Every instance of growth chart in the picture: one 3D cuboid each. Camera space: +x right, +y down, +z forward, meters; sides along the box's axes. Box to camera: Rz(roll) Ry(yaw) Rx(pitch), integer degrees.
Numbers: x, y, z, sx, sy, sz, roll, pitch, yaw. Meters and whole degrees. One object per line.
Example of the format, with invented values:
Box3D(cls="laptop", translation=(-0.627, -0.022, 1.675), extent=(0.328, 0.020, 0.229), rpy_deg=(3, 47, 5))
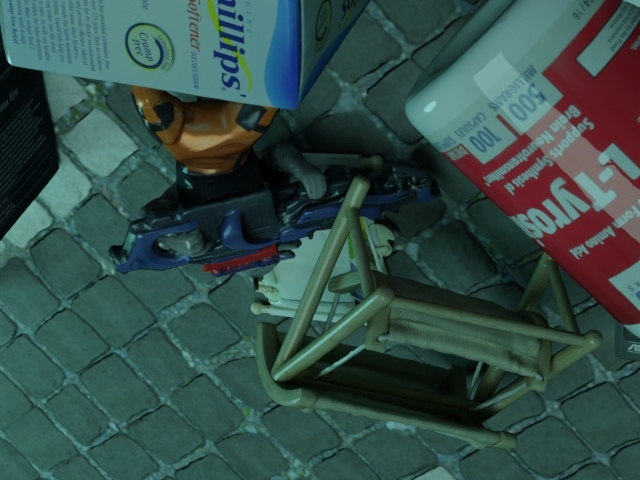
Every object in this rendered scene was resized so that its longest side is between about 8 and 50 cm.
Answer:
Box3D(cls="growth chart", translation=(0.000, 0.000, 1.913), extent=(0.171, 0.021, 0.237), rpy_deg=(10, 126, 15))

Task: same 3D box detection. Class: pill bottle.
Box3D(cls="pill bottle", translation=(0.291, -0.059, 1.571), extent=(0.407, 0.229, 0.229), rpy_deg=(43, 128, -7))

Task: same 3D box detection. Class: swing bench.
Box3D(cls="swing bench", translation=(0.102, 0.100, 1.792), extent=(0.253, 0.165, 0.255), rpy_deg=(13, 132, -23))

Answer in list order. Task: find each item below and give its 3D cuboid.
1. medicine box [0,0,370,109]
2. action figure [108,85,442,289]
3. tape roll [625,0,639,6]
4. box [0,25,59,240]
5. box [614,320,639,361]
Box3D(cls="medicine box", translation=(-0.110, -0.263, 1.617), extent=(0.289, 0.263, 0.149), rpy_deg=(10, 126, 16))
Box3D(cls="action figure", translation=(-0.058, -0.100, 1.802), extent=(0.341, 0.178, 0.330), rpy_deg=(-7, 126, -8))
Box3D(cls="tape roll", translation=(0.344, -0.286, 1.402), extent=(0.286, 0.286, 0.100), rpy_deg=(-2, 122, 24))
Box3D(cls="box", translation=(-0.488, -0.180, 1.888), extent=(0.343, 0.179, 0.313), rpy_deg=(7, 127, 18))
Box3D(cls="box", translation=(0.411, 0.047, 1.753), extent=(0.231, 0.056, 0.183), rpy_deg=(7, 124, 18))
